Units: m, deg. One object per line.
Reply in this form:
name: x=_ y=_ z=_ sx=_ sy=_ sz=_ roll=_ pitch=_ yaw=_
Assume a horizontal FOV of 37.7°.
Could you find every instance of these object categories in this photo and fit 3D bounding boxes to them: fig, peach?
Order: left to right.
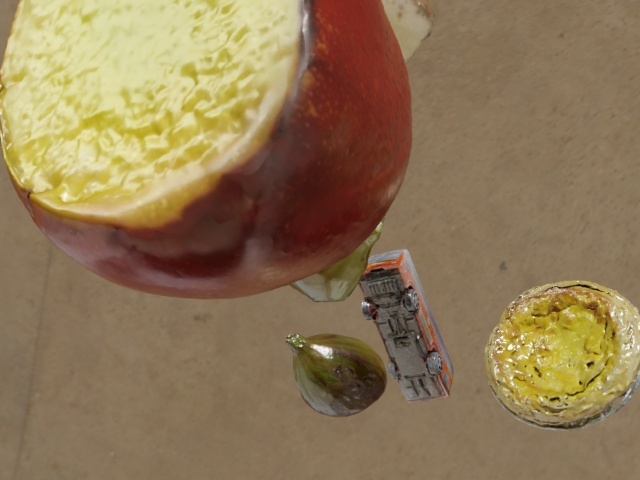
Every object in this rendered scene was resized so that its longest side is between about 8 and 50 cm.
peach: x=-0.056 y=-0.082 z=0.574 sx=0.248 sy=0.245 sz=0.274 roll=-47 pitch=39 yaw=35
fig: x=0.012 y=0.160 z=1.197 sx=0.154 sy=0.109 sz=0.103 roll=49 pitch=162 yaw=-30

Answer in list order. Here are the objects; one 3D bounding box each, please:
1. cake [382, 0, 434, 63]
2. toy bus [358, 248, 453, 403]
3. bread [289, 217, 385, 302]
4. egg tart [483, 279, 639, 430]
cake: x=-0.035 y=-0.265 z=1.146 sx=0.290 sy=0.255 sz=0.282 roll=-40 pitch=111 yaw=10
toy bus: x=0.101 y=0.100 z=1.101 sx=0.065 sy=0.077 sz=0.192 roll=-13 pitch=114 yaw=22
bread: x=0.000 y=0.002 z=0.857 sx=0.103 sy=0.156 sz=0.110 roll=11 pitch=88 yaw=-2
egg tart: x=0.345 y=0.162 z=1.315 sx=0.234 sy=0.234 sz=0.094 roll=-8 pitch=143 yaw=30
